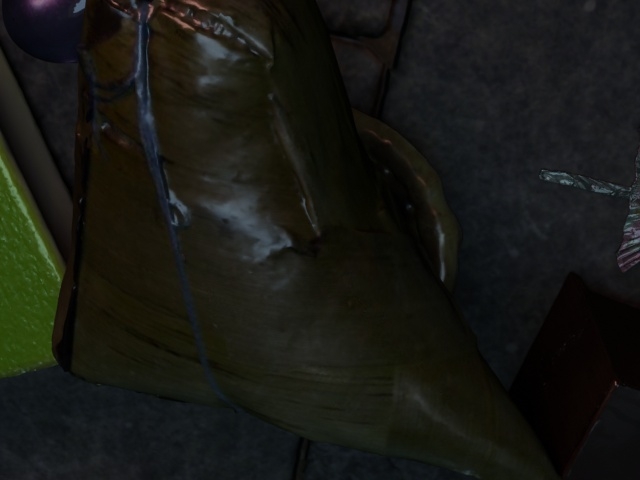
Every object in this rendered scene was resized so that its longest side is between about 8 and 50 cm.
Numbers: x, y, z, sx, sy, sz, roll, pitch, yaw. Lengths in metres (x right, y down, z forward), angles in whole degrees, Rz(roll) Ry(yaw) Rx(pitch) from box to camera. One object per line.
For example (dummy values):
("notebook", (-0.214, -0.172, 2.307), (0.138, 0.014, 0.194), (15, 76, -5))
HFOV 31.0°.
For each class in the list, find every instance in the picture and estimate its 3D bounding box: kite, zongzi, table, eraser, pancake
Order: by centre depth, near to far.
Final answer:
("zongzi", (0.015, -0.008, 0.756), (0.393, 0.174, 0.356), (20, 130, 11))
("pancake", (0.000, 0.000, 0.910), (0.235, 0.029, 0.212), (26, 98, 13))
("table", (0.253, 0.161, 0.922), (0.169, 0.193, 0.172), (20, 112, -7))
("eraser", (-0.306, -0.012, 0.922), (0.210, 0.092, 0.274), (-16, 110, 12))
("kite", (0.253, -0.035, 0.941), (0.152, 0.005, 0.137), (3, 112, 2))

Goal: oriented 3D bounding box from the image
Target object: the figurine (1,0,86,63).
("figurine", (-0.125, -0.207, 0.809), (0.222, 0.145, 0.145), (-36, 107, 12))
